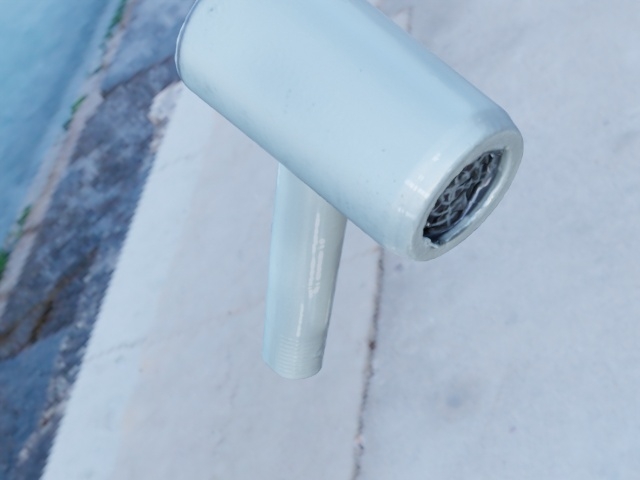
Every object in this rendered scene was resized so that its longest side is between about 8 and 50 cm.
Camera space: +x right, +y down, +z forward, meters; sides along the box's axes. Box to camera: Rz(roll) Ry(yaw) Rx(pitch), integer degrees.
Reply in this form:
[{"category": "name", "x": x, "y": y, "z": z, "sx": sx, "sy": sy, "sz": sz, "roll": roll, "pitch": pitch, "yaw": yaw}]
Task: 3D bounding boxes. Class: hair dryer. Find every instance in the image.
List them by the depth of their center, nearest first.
[{"category": "hair dryer", "x": 0.000, "y": 0.000, "z": 0.556, "sx": 0.073, "sy": 0.236, "sz": 0.131, "roll": -32, "pitch": 62, "yaw": -31}]
